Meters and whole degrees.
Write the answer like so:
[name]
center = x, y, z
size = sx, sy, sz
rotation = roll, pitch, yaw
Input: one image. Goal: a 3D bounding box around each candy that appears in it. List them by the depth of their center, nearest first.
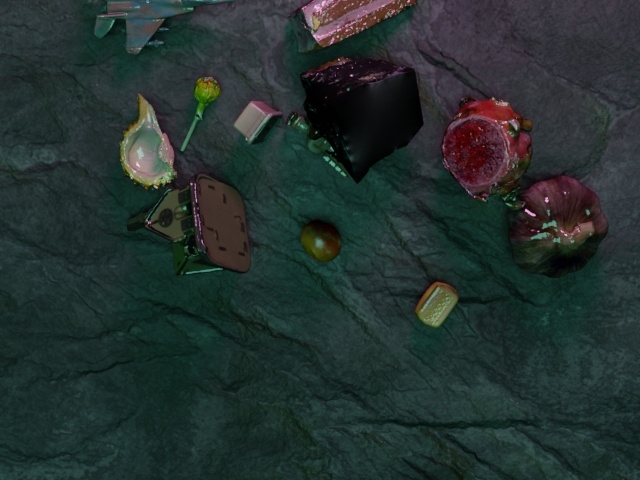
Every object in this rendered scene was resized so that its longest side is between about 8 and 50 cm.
[candy]
center = -0.286, -0.289, 1.769
size = 0.062, 0.058, 0.194
rotation = 9, 122, -35

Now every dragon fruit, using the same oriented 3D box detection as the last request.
[dragon fruit]
center = 0.372, -0.196, 1.689
size = 0.211, 0.147, 0.282
rotation = -25, 84, 25

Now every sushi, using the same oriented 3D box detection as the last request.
[sushi]
center = 0.068, -0.296, 1.656
size = 0.227, 0.212, 0.215
rotation = -43, 141, -22

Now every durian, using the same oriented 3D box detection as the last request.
[durian]
center = -0.395, -0.227, 1.776
size = 0.140, 0.078, 0.224
rotation = -2, 97, 14

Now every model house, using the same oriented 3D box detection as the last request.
[model house]
center = -0.330, 0.000, 1.792
size = 0.279, 0.205, 0.218
rotation = -19, 69, 25

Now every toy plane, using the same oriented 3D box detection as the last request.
[toy plane]
center = -0.341, -0.521, 1.664
size = 0.326, 0.104, 0.222
rotation = -3, 108, -2

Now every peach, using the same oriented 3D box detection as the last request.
[peach]
center = 0.001, -0.001, 1.822
size = 0.101, 0.100, 0.100
rotation = 0, 108, 1

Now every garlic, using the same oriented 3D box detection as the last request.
[garlic]
center = 0.546, -0.024, 1.771
size = 0.245, 0.160, 0.244
rotation = 1, 108, 2

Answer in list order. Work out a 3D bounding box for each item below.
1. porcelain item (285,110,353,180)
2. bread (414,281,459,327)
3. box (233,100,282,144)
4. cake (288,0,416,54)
[porcelain item]
center = 0.013, -0.226, 1.773
size = 0.213, 0.054, 0.084
rotation = 34, 103, -10
[bread]
center = 0.284, 0.155, 1.888
size = 0.082, 0.056, 0.115
rotation = 28, 101, -11
[box]
center = -0.143, -0.269, 1.733
size = 0.062, 0.122, 0.089
rotation = 40, 105, 3
[cake]
center = 0.072, -0.505, 1.663
size = 0.295, 0.113, 0.116
rotation = -27, 107, 3
